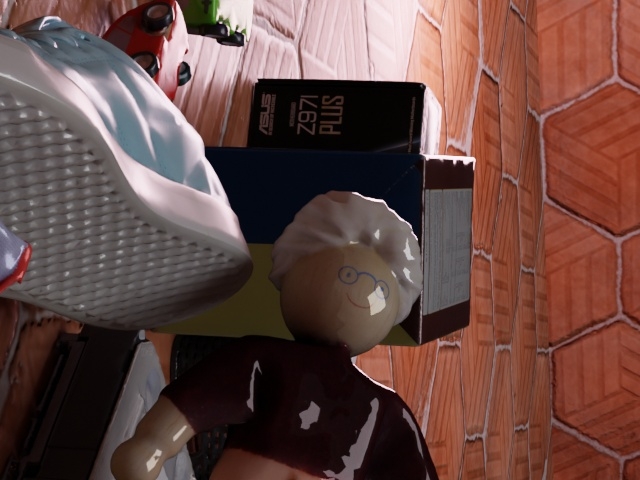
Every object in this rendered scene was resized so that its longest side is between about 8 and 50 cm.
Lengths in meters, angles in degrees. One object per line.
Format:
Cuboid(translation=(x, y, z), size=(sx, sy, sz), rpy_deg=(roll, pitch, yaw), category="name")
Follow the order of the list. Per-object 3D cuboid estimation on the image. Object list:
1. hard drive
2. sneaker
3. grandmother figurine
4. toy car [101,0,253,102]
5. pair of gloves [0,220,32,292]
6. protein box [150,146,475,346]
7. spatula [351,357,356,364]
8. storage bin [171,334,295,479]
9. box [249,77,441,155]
Cuboid(translation=(-0.130, 0.249, 1.247), size=(0.237, 0.064, 0.339), rpy_deg=(-74, 159, -44), category="hard drive")
Cuboid(translation=(-0.164, -0.060, 1.024), size=(0.150, 0.135, 0.366), rpy_deg=(65, 9, 24), category="sneaker")
Cuboid(translation=(-0.011, 0.133, 1.076), size=(0.208, 0.104, 0.342), rpy_deg=(28, 65, -32), category="grandmother figurine")
Cuboid(translation=(-0.099, -0.175, 1.325), size=(0.225, 0.053, 0.239), rpy_deg=(17, 77, -75), category="toy car")
Cuboid(translation=(-0.208, 0.018, 0.833), size=(0.198, 0.023, 0.159), rpy_deg=(-50, 141, -19), category="pair of gloves")
Cuboid(translation=(0.000, 0.000, 1.433), size=(0.201, 0.200, 0.136), rpy_deg=(-6, 98, -75), category="protein box")
Cuboid(translation=(0.007, 0.162, 1.818), size=(0.168, 0.019, 0.242), rpy_deg=(64, 36, -62), category="spatula")
Cuboid(translation=(-0.049, 0.128, 1.497), size=(0.180, 0.084, 0.122), rpy_deg=(-6, 98, -74), category="storage bin")
Cuboid(translation=(0.017, -0.038, 1.599), size=(0.077, 0.147, 0.180), rpy_deg=(39, 56, -72), category="box")
